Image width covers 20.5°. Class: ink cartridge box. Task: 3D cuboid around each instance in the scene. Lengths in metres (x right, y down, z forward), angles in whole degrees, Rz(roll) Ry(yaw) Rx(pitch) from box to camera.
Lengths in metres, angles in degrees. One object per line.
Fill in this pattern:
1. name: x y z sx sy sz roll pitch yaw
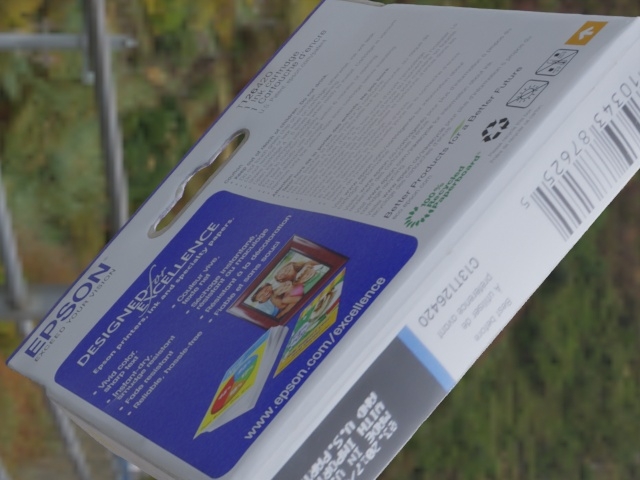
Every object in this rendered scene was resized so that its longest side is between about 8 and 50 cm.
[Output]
1. ink cartridge box: 0.000 0.000 0.929 0.303 0.072 0.307 -50 -156 -12
